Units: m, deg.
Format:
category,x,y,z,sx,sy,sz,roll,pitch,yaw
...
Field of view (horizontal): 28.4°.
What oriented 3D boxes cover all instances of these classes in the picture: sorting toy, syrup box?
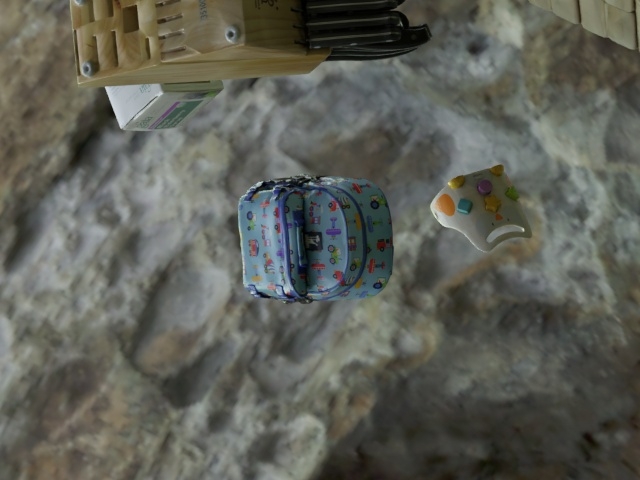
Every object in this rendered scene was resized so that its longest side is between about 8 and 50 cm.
category,x,y,z,sx,sy,sz,roll,pitch,yaw
sorting toy,0.156,-0.025,1.155,0.083,0.045,0.075,-17,-120,-17
syrup box,-0.210,-0.253,1.467,0.093,0.096,0.237,-35,-107,43

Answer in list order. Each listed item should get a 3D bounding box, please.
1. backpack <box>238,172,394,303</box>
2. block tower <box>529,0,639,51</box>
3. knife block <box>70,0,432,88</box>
category,x,y,z,sx,sy,sz,roll,pitch,yaw
backpack,0.000,0.000,1.484,0.173,0.117,0.158,4,-83,47
block tower,0.198,-0.130,0.584,0.335,0.097,0.091,32,-107,31
knife block,-0.049,-0.191,1.115,0.275,0.242,0.088,-7,-93,34
